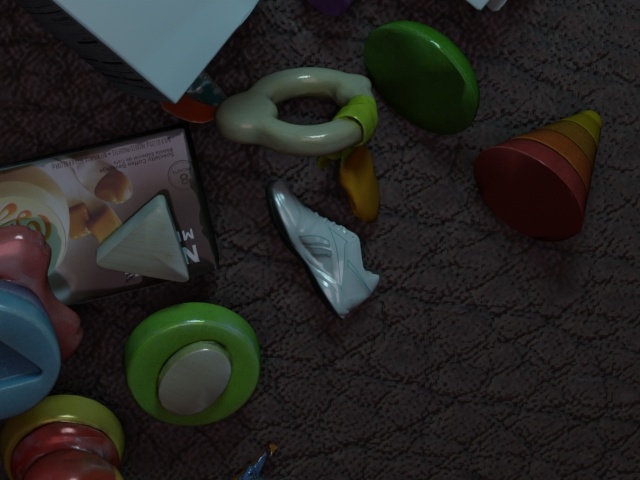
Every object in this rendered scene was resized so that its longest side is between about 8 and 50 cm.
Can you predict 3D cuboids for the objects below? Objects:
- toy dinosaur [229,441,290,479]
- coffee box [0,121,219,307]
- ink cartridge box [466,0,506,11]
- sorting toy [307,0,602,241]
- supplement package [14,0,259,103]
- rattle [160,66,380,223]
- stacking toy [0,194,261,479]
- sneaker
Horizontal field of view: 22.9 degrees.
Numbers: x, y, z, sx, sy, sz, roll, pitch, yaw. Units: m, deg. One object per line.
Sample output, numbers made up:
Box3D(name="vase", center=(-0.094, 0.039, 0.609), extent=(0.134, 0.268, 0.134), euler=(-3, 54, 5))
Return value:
Box3D(name="toy dinosaur", center=(-0.074, 0.234, 1.554), extent=(0.090, 0.047, 0.082), euler=(13, 77, 6))
Box3D(name="coffee box", center=(-0.229, -0.015, 1.486), extent=(0.246, 0.098, 0.141), euler=(-12, 97, -1))
Box3D(name="ink cartridge box", center=(0.133, -0.288, 1.464), extent=(0.143, 0.090, 0.092), euler=(37, 108, -14))
Box3D(name="sorting toy", center=(0.143, -0.168, 1.503), extent=(0.365, 0.127, 0.126), euler=(45, 63, -4))
Box3D(name="supplement package", center=(-0.186, -0.278, 1.369), extent=(0.263, 0.198, 0.199), euler=(40, 83, -20))
Box3D(name="rattle", center=(-0.046, -0.092, 1.505), extent=(0.200, 0.142, 0.130), euler=(-6, 55, -3))
Box3D(name="stacking toy", center=(-0.204, 0.130, 1.419), extent=(0.279, 0.130, 0.309), euler=(-23, 124, 6))
Box3D(name="sneaker", center=(0.000, 0.000, 1.527), extent=(0.061, 0.054, 0.152), euler=(-35, 103, -8))
